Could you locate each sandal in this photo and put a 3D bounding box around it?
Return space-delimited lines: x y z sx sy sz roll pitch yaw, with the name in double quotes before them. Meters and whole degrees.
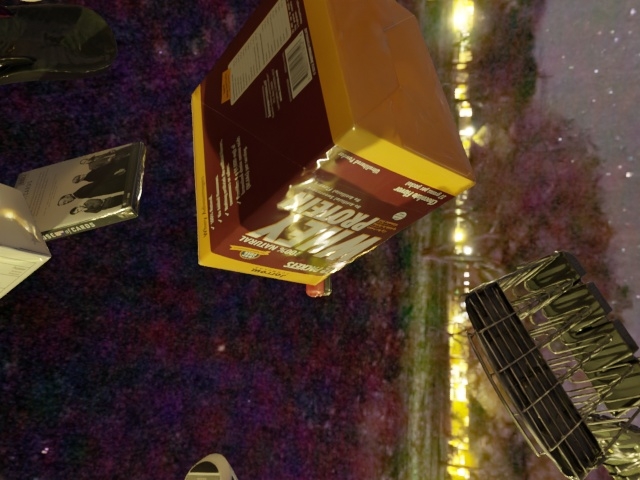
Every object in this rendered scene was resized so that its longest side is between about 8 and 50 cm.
"sandal" -0.538 -0.318 0.769 0.445 0.107 0.168 -31 95 -39

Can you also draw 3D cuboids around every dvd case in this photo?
"dvd case" -0.424 -0.081 0.853 0.030 0.238 0.179 71 6 -49

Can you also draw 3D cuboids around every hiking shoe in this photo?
"hiking shoe" 0.421 0.309 0.660 0.086 0.226 0.114 24 79 -66

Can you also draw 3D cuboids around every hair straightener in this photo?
"hair straightener" 0.000 0.000 1.018 0.089 0.047 0.231 13 71 -67

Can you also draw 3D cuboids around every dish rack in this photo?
"dish rack" 0.249 0.120 0.527 0.271 0.074 0.208 -12 66 -42

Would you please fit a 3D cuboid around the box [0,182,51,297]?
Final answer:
"box" -0.519 0.054 0.612 0.121 0.311 0.148 55 5 20

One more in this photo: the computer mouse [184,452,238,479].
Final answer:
"computer mouse" -0.085 0.258 0.353 0.042 0.106 0.193 31 54 -32

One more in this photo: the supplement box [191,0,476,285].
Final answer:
"supplement box" -0.007 -0.092 0.427 0.129 0.194 0.191 14 54 -38
